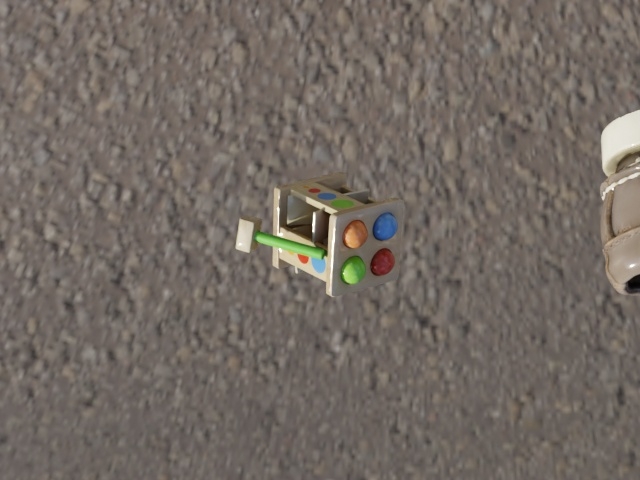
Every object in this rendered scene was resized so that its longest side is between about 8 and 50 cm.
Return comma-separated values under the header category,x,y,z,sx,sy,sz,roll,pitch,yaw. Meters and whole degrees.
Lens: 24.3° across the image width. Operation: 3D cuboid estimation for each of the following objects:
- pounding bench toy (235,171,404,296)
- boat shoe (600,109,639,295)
category,x,y,z,sx,sy,sz,roll,pitch,yaw
pounding bench toy,0.000,0.000,0.873,0.083,0.065,0.052,-14,118,-36
boat shoe,0.316,-0.011,0.807,0.324,0.096,0.116,3,162,7
